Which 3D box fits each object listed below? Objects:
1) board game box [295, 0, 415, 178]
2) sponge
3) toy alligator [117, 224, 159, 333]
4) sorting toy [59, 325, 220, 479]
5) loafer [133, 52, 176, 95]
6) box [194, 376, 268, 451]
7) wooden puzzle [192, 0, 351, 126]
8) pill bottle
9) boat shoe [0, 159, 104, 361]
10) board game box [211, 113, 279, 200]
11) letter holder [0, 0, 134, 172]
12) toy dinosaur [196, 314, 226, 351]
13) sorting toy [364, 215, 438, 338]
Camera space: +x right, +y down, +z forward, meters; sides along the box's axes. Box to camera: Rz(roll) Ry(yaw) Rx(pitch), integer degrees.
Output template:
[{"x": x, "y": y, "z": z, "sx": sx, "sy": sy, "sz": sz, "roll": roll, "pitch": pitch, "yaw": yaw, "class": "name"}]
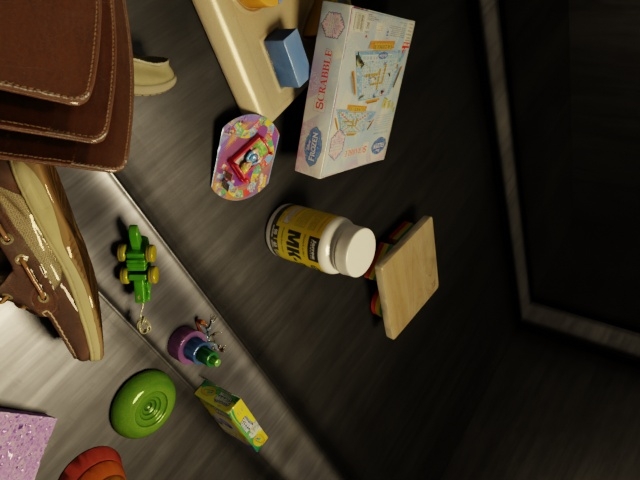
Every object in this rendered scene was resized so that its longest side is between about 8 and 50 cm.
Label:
[{"x": 0.078, "y": -0.310, "z": 1.154, "sx": 0.318, "sy": 0.065, "sz": 0.318, "roll": -25, "pitch": 131, "yaw": -57, "class": "board game box"}, {"x": -0.456, "y": 0.286, "z": 0.748, "sx": 0.210, "sy": 0.031, "sz": 0.117, "roll": 55, "pitch": 47, "yaw": -63, "class": "sponge"}, {"x": -0.294, "y": 0.059, "z": 0.911, "sx": 0.051, "sy": 0.056, "sz": 0.190, "roll": -92, "pitch": -178, "yaw": -70, "class": "toy alligator"}, {"x": -0.289, "y": 0.326, "z": 0.956, "sx": 0.366, "sy": 0.126, "sz": 0.127, "roll": -57, "pitch": 140, "yaw": -19, "class": "sorting toy"}, {"x": -0.307, "y": -0.249, "z": 0.731, "sx": 0.268, "sy": 0.101, "sz": 0.092, "roll": -11, "pitch": 118, "yaw": -49, "class": "loafer"}, {"x": -0.182, "y": 0.348, "z": 1.117, "sx": 0.043, "sy": 0.105, "sz": 0.179, "roll": -48, "pitch": 136, "yaw": -31, "class": "box"}, {"x": -0.054, "y": -0.427, "z": 1.005, "sx": 0.348, "sy": 0.080, "sz": 0.322, "roll": -49, "pitch": 137, "yaw": -29, "class": "wooden puzzle"}, {"x": 0.000, "y": 0.000, "z": 1.131, "sx": 0.119, "sy": 0.208, "sz": 0.119, "roll": -22, "pitch": 120, "yaw": -46, "class": "pill bottle"}, {"x": -0.386, "y": 0.033, "z": 0.749, "sx": 0.123, "sy": 0.123, "sz": 0.342, "roll": -15, "pitch": 125, "yaw": -16, "class": "boat shoe"}, {"x": -0.128, "y": -0.146, "z": 1.024, "sx": 0.133, "sy": 0.033, "sz": 0.169, "roll": -6, "pitch": 121, "yaw": -44, "class": "board game box"}, {"x": -0.281, "y": -0.245, "z": 0.585, "sx": 0.214, "sy": 0.152, "sz": 0.302, "roll": 5, "pitch": 70, "yaw": -39, "class": "letter holder"}, {"x": -0.219, "y": 0.188, "z": 1.066, "sx": 0.082, "sy": 0.047, "sz": 0.090, "roll": 45, "pitch": 77, "yaw": -30, "class": "toy dinosaur"}, {"x": 0.221, "y": 0.094, "z": 1.551, "sx": 0.255, "sy": 0.089, "sz": 0.257, "roll": -41, "pitch": 133, "yaw": -35, "class": "sorting toy"}]
